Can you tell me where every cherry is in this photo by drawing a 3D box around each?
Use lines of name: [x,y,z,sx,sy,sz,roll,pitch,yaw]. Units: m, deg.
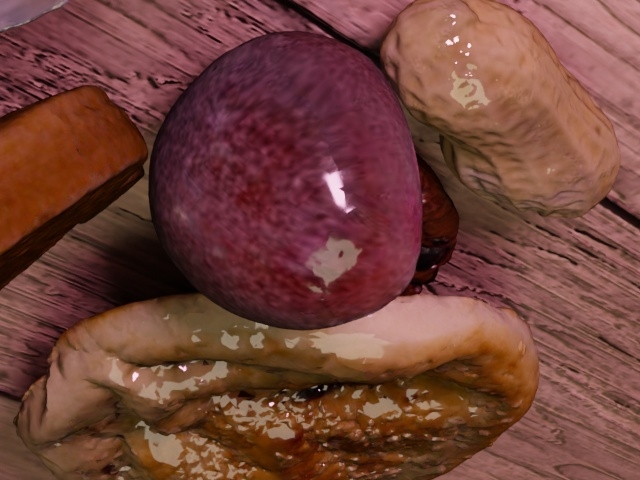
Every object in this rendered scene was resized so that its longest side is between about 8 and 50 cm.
cherry: [-0.022,-0.028,1.010,0.140,0.176,0.176,17,133,-41]

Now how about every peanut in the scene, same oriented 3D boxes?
peanut: [0.110,-0.083,1.069,0.099,0.090,0.214,1,153,35]

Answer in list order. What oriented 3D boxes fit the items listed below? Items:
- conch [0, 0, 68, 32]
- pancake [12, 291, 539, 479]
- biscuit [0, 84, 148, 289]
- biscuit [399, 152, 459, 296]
conch: [-0.110,-0.205,0.765,0.277,0.195,0.220,-24,121,-44]
pancake: [-0.026,0.122,1.262,0.387,0.082,0.387,-7,152,-4]
biscuit: [-0.235,0.023,0.967,0.350,0.070,0.394,-40,-177,-41]
biscuit: [0.000,0.000,1.171,0.192,0.049,0.192,-6,142,-4]
